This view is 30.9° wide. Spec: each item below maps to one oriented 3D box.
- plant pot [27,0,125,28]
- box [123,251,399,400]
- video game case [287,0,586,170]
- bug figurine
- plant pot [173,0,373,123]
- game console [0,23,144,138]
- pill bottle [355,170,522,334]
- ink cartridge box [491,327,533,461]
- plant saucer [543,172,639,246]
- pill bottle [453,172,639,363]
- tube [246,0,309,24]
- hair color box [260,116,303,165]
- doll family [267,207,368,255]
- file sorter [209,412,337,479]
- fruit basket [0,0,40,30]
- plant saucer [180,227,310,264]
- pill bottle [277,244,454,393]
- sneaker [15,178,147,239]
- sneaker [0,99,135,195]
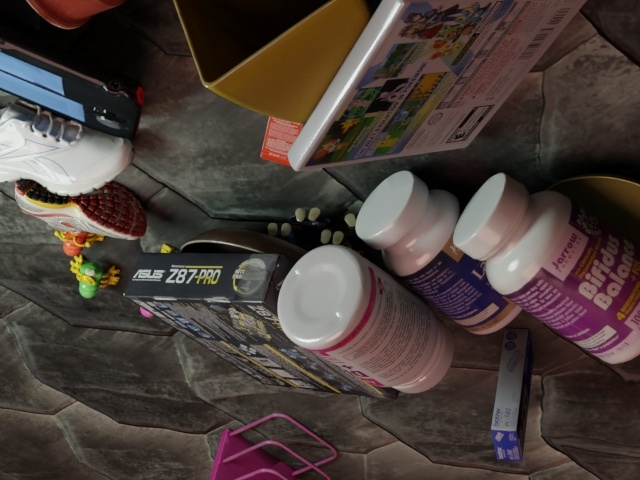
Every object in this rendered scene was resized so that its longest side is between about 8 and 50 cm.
[{"bbox_3d":[-0.205,-0.406,1.335,0.265,0.272,0.272,-10,135,15],"label":"plant pot"},{"bbox_3d":[-0.086,0.146,1.942,0.318,0.097,0.395,2,153,41],"label":"box"},{"bbox_3d":[0.145,-0.210,1.474,0.300,0.036,0.329,-10,153,-32],"label":"video game case"},{"bbox_3d":[-0.344,0.051,2.045,0.279,0.072,0.216,17,141,-2],"label":"bug figurine"},{"bbox_3d":[-0.034,-0.271,1.440,0.212,0.212,0.187,-32,143,14],"label":"plant pot"},{"bbox_3d":[-0.428,-0.244,1.598,0.386,0.060,0.342,22,177,-9],"label":"game console"},{"bbox_3d":[0.189,0.017,1.768,0.264,0.153,0.153,36,136,-24],"label":"pill bottle"},{"bbox_3d":[0.327,0.260,1.967,0.046,0.207,0.097,1,138,17],"label":"ink cartridge box"},{"bbox_3d":[0.430,-0.020,1.721,0.241,0.037,0.241,15,143,12],"label":"plant saucer"},{"bbox_3d":[0.346,0.034,1.661,0.301,0.169,0.169,32,138,-11],"label":"pill bottle"},{"bbox_3d":[-0.129,-0.347,1.521,0.240,0.062,0.070,14,173,-7],"label":"tube"},{"bbox_3d":[-0.040,-0.197,1.638,0.053,0.093,0.167,17,140,-2],"label":"hair color box"},{"bbox_3d":[0.000,0.000,1.871,0.193,0.076,0.111,13,164,14],"label":"doll family"},{"bbox_3d":[-0.101,0.529,2.361,0.202,0.291,0.182,38,133,-25],"label":"file sorter"},{"bbox_3d":[-0.509,-0.402,1.500,0.327,0.165,0.353,24,174,-9],"label":"fruit basket"},{"bbox_3d":[-0.080,0.055,1.917,0.310,0.050,0.310,19,161,7],"label":"plant saucer"},{"bbox_3d":[0.078,0.130,1.763,0.160,0.160,0.283,-16,148,32],"label":"pill bottle"},{"bbox_3d":[-0.397,-0.055,1.928,0.225,0.088,0.093,21,148,-9],"label":"sneaker"},{"bbox_3d":[-0.437,-0.152,1.814,0.297,0.111,0.129,4,134,12],"label":"sneaker"}]
